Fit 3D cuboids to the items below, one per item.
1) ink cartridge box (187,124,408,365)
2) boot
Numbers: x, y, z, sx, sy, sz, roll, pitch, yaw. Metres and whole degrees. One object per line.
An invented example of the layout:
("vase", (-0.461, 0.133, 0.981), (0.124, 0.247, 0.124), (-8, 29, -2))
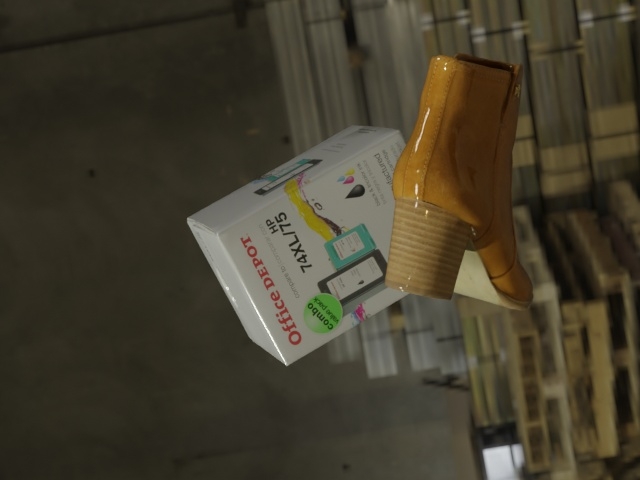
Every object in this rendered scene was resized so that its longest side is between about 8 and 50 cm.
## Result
("ink cartridge box", (0.000, 0.000, 1.698), (0.198, 0.270, 0.197), (62, 168, -14))
("boot", (0.148, -0.052, 1.155), (0.295, 0.104, 0.211), (9, -84, -65))
